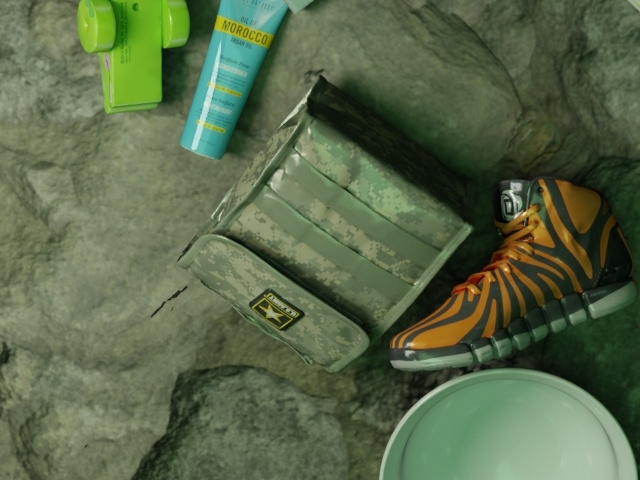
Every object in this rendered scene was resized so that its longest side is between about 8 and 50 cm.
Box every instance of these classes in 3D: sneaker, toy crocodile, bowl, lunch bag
[{"bbox_3d":[0.200,0.028,1.848,0.321,0.124,0.180,-20,97,-26],"label":"sneaker"},{"bbox_3d":[-0.222,-0.308,1.833,0.115,0.105,0.340,-13,113,-24],"label":"toy crocodile"},{"bbox_3d":[0.219,0.267,1.936,0.298,0.134,0.297,1,107,5],"label":"bowl"},{"bbox_3d":[0.000,0.000,1.867,0.235,0.169,0.287,35,114,-9],"label":"lunch bag"}]

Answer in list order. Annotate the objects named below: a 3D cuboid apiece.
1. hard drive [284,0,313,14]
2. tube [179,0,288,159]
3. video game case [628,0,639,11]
[{"bbox_3d":[-0.032,-0.334,1.841,0.094,0.022,0.135,-37,100,7],"label":"hard drive"},{"bbox_3d":[-0.103,-0.197,1.883,0.080,0.052,0.207,18,101,-13],"label":"tube"},{"bbox_3d":[0.461,-0.307,1.804,0.206,0.026,0.227,41,106,-6],"label":"video game case"}]
